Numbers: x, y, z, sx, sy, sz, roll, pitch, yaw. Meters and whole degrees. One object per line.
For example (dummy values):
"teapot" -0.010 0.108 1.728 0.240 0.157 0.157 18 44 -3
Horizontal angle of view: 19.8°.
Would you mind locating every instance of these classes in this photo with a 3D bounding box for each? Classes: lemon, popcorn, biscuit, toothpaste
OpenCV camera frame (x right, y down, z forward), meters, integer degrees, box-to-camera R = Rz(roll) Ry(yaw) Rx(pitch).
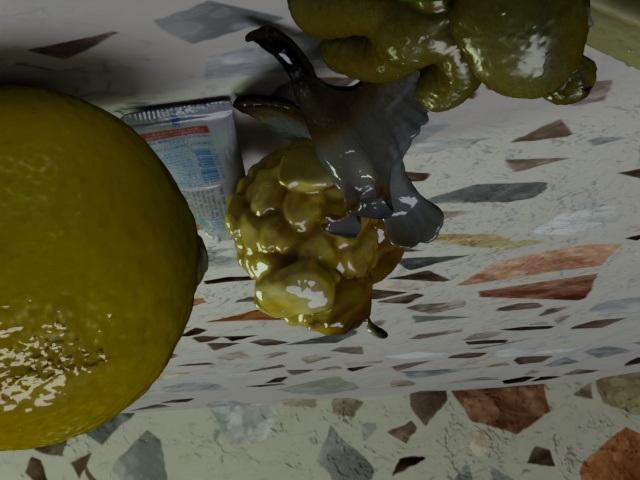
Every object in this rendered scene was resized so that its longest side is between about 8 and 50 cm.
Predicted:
"lemon" -0.231 0.018 1.336 0.293 0.293 0.293 -6 167 -1
"popcorn" -0.009 -0.015 1.518 0.140 0.194 0.163 -13 123 29
"biscuit" 0.235 -0.133 1.180 0.188 0.052 0.056 24 158 10
"toothpaste" -0.099 -0.060 1.533 0.089 0.057 0.234 -8 160 4

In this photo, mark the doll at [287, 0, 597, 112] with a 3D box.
"doll" 0.081 -0.149 1.175 0.209 0.097 0.137 5 132 33

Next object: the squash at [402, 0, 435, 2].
"squash" 0.143 -0.190 1.010 0.292 0.082 0.082 -14 164 34

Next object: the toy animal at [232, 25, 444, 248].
"toy animal" 0.025 -0.086 1.308 0.272 0.160 0.197 -23 158 31
